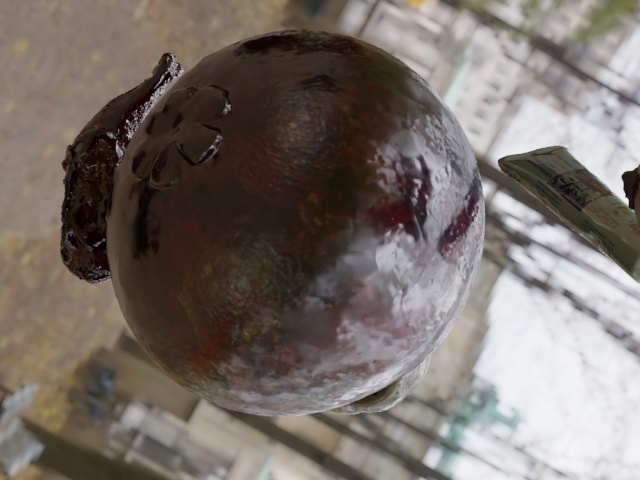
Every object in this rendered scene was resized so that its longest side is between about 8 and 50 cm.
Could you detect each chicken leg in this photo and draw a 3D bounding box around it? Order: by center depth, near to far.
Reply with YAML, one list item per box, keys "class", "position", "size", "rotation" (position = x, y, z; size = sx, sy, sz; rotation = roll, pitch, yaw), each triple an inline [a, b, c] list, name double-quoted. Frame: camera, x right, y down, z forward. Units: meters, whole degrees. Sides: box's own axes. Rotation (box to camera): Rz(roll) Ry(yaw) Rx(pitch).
- class: "chicken leg"
  position: [-0.174, -0.064, 1.512]
  size: [0.053, 0.093, 0.205]
  rotation: [-179, -84, -86]

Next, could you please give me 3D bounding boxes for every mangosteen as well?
- class: "mangosteen"
  position: [0.000, 0.000, 1.407]
  size: [0.306, 0.359, 0.306]
  rotation: [-24, -130, 32]

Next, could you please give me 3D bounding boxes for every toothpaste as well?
- class: "toothpaste"
  position: [0.215, -0.022, 1.375]
  size: [0.233, 0.060, 0.038]
  rotation: [-129, -155, -55]

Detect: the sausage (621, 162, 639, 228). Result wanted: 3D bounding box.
- class: "sausage"
  position: [0.290, -0.036, 1.094]
  size: [0.117, 0.125, 0.317]
  rotation: [-48, -179, -6]
